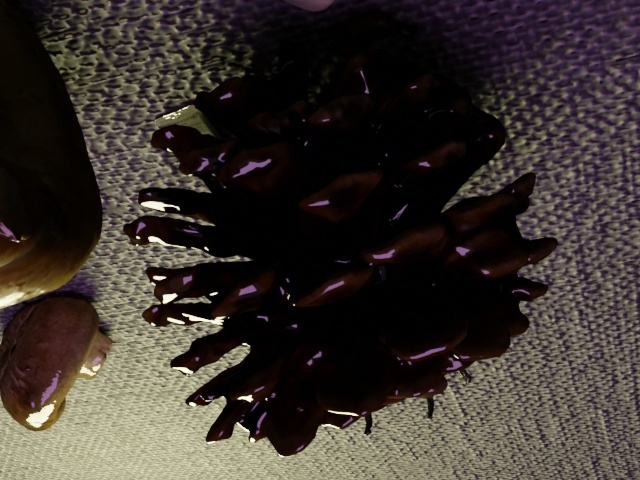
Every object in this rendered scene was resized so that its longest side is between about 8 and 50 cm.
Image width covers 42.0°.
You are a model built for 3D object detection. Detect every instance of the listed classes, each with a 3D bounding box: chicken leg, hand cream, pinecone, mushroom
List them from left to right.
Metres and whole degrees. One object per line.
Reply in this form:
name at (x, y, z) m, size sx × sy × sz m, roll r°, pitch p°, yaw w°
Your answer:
mushroom at (-0.407, 0.206, 1.235) m, size 0.156 × 0.151 × 0.285 m, roll 17°, pitch 141°, yaw -18°
hand cream at (-0.115, -0.086, 0.932) m, size 0.057 × 0.037 × 0.165 m, roll -17°, pitch 132°, yaw 25°
pinecone at (0.000, 0.000, 0.789) m, size 0.398 × 0.397 × 0.397 m, roll 1°, pitch 144°, yaw 1°
chicken leg at (0.047, -0.195, 0.778) m, size 0.083 × 0.021 × 0.036 m, roll -11°, pitch 133°, yaw 17°

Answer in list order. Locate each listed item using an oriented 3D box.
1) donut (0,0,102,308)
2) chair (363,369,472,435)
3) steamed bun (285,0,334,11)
donut at (-0.330, -0.105, 0.669) m, size 0.170 × 0.360 × 0.360 m, roll -27°, pitch 137°, yaw 11°
chair at (0.099, 0.152, 1.199) m, size 0.174 × 0.149 × 0.213 m, roll -21°, pitch 96°, yaw 32°
steamed bun at (-0.010, -0.292, 0.537) m, size 0.200 × 0.154 × 0.250 m, roll 16°, pitch 135°, yaw -24°
